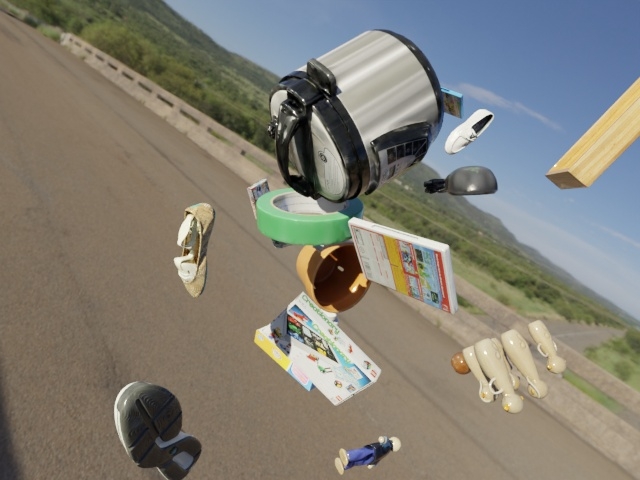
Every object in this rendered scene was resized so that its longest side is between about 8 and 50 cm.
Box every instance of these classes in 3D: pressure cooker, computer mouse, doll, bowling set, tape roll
[{"bbox_3d":[0.062,-0.303,1.197,0.370,0.420,0.375,62,-19,-19],"label":"pressure cooker"},{"bbox_3d":[0.380,-0.158,1.186,0.188,0.072,0.272,-2,7,6],"label":"computer mouse"},{"bbox_3d":[0.135,0.549,1.170,0.189,0.129,0.046,0,33,-30],"label":"doll"},{"bbox_3d":[0.415,0.304,1.038,0.287,0.200,0.154,-6,64,-34],"label":"bowling set"},{"bbox_3d":[-0.032,-0.081,1.359,0.321,0.077,0.321,2,22,-1],"label":"tape roll"}]

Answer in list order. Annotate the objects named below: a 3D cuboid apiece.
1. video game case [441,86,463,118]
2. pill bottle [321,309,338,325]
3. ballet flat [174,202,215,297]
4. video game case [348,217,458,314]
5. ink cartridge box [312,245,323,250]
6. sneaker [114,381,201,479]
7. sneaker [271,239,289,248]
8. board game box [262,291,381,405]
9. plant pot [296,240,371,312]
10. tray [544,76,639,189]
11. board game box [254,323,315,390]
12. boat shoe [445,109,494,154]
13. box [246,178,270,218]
[{"bbox_3d":[0.392,-0.467,1.485,0.166,0.015,0.119,31,-8,26],"label":"video game case"},{"bbox_3d":[0.024,0.425,2.216,0.117,0.208,0.117,10,29,-5],"label":"pill bottle"},{"bbox_3d":[-0.270,0.022,0.938,0.073,0.206,0.067,15,10,37],"label":"ballet flat"},{"bbox_3d":[0.201,0.059,1.123,0.285,0.025,0.204,21,-40,43],"label":"video game case"},{"bbox_3d":[0.000,0.000,1.453,0.029,0.063,0.115,26,-3,-2],"label":"ink cartridge box"},{"bbox_3d":[-0.510,0.498,1.248,0.257,0.447,0.169,21,50,25],"label":"sneaker"},{"bbox_3d":[-0.114,-0.016,1.433,0.090,0.095,0.235,55,-9,1],"label":"sneaker"},{"bbox_3d":[-0.002,0.309,1.267,0.305,0.193,0.053,45,38,2],"label":"board game box"},{"bbox_3d":[0.036,0.115,1.795,0.291,0.291,0.203,22,4,-39],"label":"plant pot"},{"bbox_3d":[0.811,-0.314,1.214,0.076,0.411,0.203,41,10,4],"label":"tray"},{"bbox_3d":[-0.066,0.423,1.773,0.316,0.064,0.242,32,31,33],"label":"board game box"},{"bbox_3d":[0.490,-0.350,1.475,0.066,0.184,0.063,48,4,-25],"label":"boat shoe"},{"bbox_3d":[-0.235,-0.164,1.785,0.027,0.137,0.094,10,35,35],"label":"box"}]
